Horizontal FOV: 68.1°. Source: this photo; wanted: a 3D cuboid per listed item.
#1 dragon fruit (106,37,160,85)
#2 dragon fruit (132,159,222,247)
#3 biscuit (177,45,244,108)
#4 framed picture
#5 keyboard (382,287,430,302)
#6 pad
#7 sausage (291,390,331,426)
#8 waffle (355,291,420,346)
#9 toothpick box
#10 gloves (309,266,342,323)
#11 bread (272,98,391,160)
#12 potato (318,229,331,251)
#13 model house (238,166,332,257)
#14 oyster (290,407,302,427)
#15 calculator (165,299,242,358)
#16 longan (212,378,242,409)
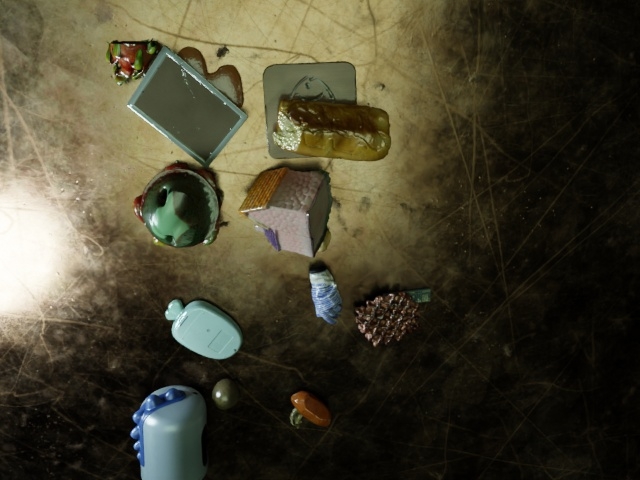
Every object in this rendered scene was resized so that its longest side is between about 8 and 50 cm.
[{"bbox_3d":[-0.523,-0.512,1.320,0.138,0.142,0.175,-9,144,-36],"label":"dragon fruit"},{"bbox_3d":[-0.437,-0.094,1.472,0.268,0.130,0.295,26,105,-20],"label":"dragon fruit"},{"bbox_3d":[-0.327,-0.472,1.391,0.191,0.036,0.187,-4,109,-5],"label":"biscuit"},{"bbox_3d":[-0.391,-0.384,1.396,0.296,0.019,0.232,40,119,-17],"label":"framed picture"},{"bbox_3d":[0.314,0.207,1.719,0.175,0.014,0.056,-6,113,-4],"label":"keyboard"},{"bbox_3d":[-0.028,-0.398,1.460,0.286,0.018,0.285,-4,111,-5],"label":"pad"},{"bbox_3d":[-0.029,0.638,1.797,0.179,0.089,0.089,39,101,-13],"label":"sausage"},{"bbox_3d":[0.248,0.280,1.710,0.234,0.056,0.221,-26,118,10],"label":"waffle"},{"bbox_3d":[-0.530,0.679,1.671,0.262,0.263,0.355,2,108,-7],"label":"toothpick box"},{"bbox_3d":[0.018,0.197,1.648,0.119,0.097,0.229,-8,119,29],"label":"gloves"},{"bbox_3d":[0.032,-0.313,1.390,0.343,0.195,0.149,4,90,-7],"label":"bread"},{"bbox_3d":[0.000,0.000,1.590,0.068,0.062,0.083,34,81,-32],"label":"potato"},{"bbox_3d":[-0.103,-0.101,1.483,0.237,0.203,0.237,12,147,13],"label":"model house"},{"bbox_3d":[-0.087,0.677,1.841,0.083,0.038,0.081,-45,120,-17],"label":"oyster"},{"bbox_3d":[-0.409,0.311,1.659,0.295,0.042,0.184,36,102,-18],"label":"calculator"},{"bbox_3d":[-0.339,0.557,1.733,0.119,0.106,0.106,-29,116,-38],"label":"longan"}]
